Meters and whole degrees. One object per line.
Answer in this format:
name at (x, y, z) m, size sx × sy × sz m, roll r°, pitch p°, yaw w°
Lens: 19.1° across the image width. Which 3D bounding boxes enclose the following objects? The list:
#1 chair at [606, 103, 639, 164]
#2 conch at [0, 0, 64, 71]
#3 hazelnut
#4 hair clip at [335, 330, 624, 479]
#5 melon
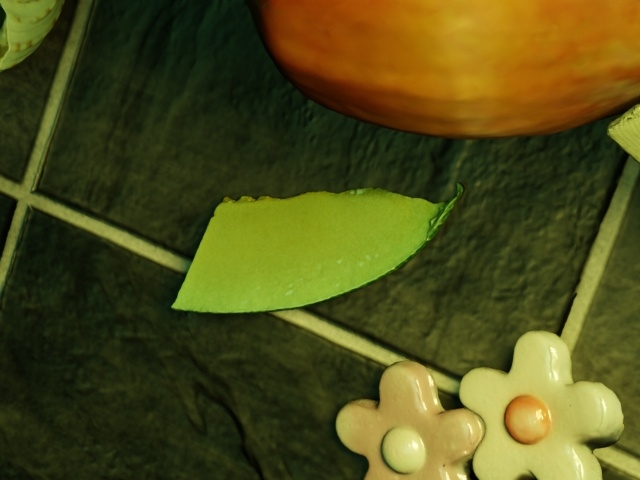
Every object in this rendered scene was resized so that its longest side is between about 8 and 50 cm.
chair at (0.313, -0.061, 1.279) m, size 0.160 × 0.186 × 0.319 m, roll -30°, pitch 126°, yaw 22°
conch at (-0.282, -0.238, 1.618) m, size 0.200 × 0.131 × 0.172 m, roll 14°, pitch 129°, yaw 47°
hazelnut at (0.104, -0.219, 1.177) m, size 0.366 × 0.366 × 0.365 m, roll 2°, pitch 95°, yaw 22°
hair clip at (0.127, 0.154, 1.519) m, size 0.257 × 0.075 × 0.146 m, roll -14°, pitch 94°, yaw 27°
melon at (0.001, 0.000, 1.578) m, size 0.262 × 0.053 × 0.114 m, roll -14°, pitch 71°, yaw 19°
